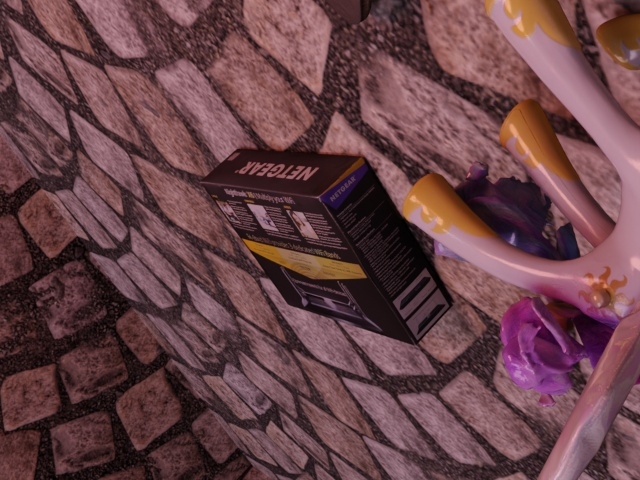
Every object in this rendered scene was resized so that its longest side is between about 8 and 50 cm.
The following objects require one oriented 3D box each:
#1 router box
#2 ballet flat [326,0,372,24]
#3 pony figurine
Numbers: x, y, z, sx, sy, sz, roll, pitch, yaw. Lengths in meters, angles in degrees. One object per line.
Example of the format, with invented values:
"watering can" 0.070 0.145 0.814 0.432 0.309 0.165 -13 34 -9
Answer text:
"router box" 0.000 0.000 1.295 0.309 0.081 0.243 12 141 56
"ballet flat" 0.011 -0.281 0.814 0.084 0.058 0.250 36 162 32
"pony figurine" 0.218 0.028 0.660 0.363 0.303 0.351 47 131 36
